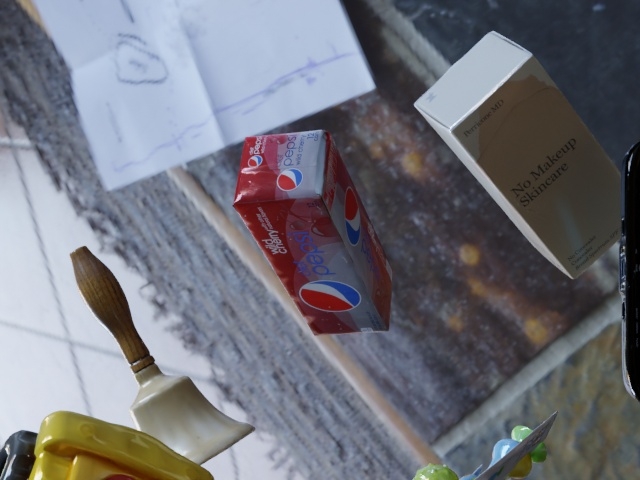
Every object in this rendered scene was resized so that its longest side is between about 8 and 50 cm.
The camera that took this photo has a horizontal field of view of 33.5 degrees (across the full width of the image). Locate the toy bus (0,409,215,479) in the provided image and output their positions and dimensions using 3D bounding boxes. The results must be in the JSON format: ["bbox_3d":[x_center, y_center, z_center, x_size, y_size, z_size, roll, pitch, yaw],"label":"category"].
[{"bbox_3d":[-0.170,0.250,0.659,0.149,0.211,0.220,29,113,-19],"label":"toy bus"}]

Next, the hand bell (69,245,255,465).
[{"bbox_3d":[-0.179,0.114,1.032,0.126,0.126,0.242,-37,83,48],"label":"hand bell"}]

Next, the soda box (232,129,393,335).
[{"bbox_3d":[0.000,0.000,1.091,0.092,0.083,0.263,-4,145,17],"label":"soda box"}]

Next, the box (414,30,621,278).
[{"bbox_3d":[0.280,-0.109,1.403,0.311,0.148,0.121,43,-175,-30],"label":"box"}]

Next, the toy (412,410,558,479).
[{"bbox_3d":[0.113,0.240,0.984,0.056,0.237,0.137,46,145,29],"label":"toy"}]

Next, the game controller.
[{"bbox_3d":[0.417,0.039,1.237,0.067,0.166,0.319,-10,77,54],"label":"game controller"}]
